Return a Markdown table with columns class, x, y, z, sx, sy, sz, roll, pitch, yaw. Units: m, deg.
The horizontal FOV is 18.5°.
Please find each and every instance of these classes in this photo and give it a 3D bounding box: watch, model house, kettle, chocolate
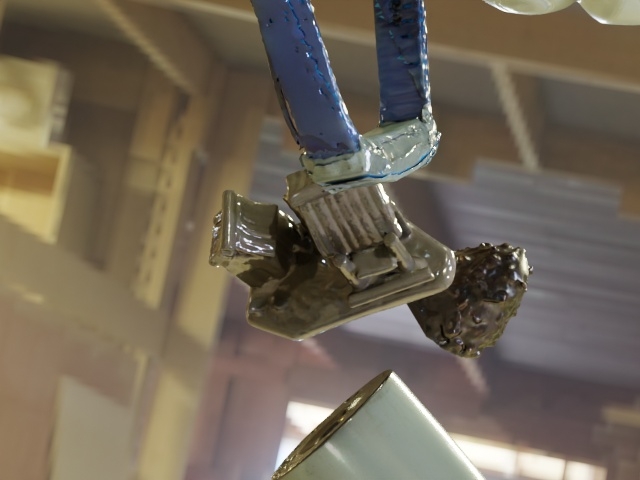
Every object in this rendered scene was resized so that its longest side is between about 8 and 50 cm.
| class | x | y | z | sx | sy | sz | roll | pitch | yaw |
| --- | --- | --- | --- | --- | --- | --- | --- | --- | --- |
| watch | 0.034 | -0.191 | 1.657 | 0.068 | 0.274 | 0.276 | -12 | 14 | 33 |
| model house | 0.001 | -0.004 | 1.954 | 0.229 | 0.122 | 0.188 | -16 | -32 | 13 |
| kettle | 0.068 | 0.285 | 1.924 | 0.236 | 0.221 | 0.161 | 47 | -5 | -2 |
| chocolate | 0.197 | 0.050 | 2.407 | 0.156 | 0.156 | 0.133 | 18 | -46 | -33 |

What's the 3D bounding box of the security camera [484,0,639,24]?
| class | x | y | z | sx | sy | sz | roll | pitch | yaw |
| --- | --- | --- | --- | --- | --- | --- | --- | --- | --- |
| security camera | 0.255 | -0.338 | 2.139 | 0.236 | 0.194 | 0.194 | 6 | -10 | -5 |
